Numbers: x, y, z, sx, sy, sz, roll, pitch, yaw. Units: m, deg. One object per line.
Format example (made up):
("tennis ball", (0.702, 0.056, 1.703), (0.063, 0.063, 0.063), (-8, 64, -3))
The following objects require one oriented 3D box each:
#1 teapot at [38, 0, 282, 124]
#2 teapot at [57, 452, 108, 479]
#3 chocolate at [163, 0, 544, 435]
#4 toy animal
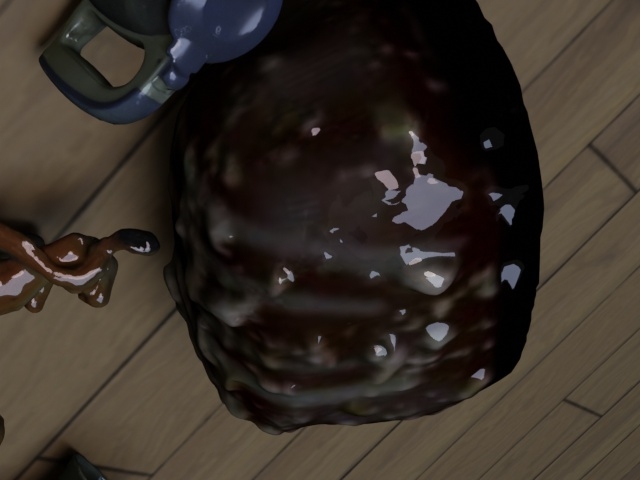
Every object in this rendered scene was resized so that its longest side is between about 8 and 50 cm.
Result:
("teapot", (-0.086, -0.140, 0.567), (0.149, 0.108, 0.111), (-28, 141, -14))
("teapot", (-0.250, 0.299, 0.885), (0.225, 0.171, 0.203), (-38, 176, -10))
("chocolate", (0.000, 0.000, 0.709), (0.210, 0.225, 0.340), (-17, 140, -14))
("toy animal", (-0.261, 0.071, 0.669), (0.157, 0.097, 0.312), (25, 110, -44))
